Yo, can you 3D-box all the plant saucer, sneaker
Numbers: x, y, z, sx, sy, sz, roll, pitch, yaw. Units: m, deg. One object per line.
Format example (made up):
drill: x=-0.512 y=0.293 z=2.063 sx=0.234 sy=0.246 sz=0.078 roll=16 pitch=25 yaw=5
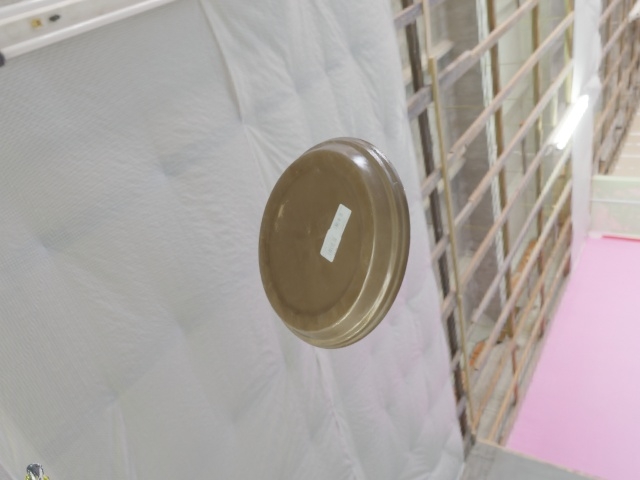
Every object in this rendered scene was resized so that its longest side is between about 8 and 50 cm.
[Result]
plant saucer: x=0.000 y=0.000 z=0.727 sx=0.041 sy=0.278 sz=0.277 roll=8 pitch=-91 yaw=-40
sneaker: x=-0.509 y=0.423 z=0.992 sx=0.031 sy=0.035 sz=0.083 roll=-104 pitch=12 yaw=-47
